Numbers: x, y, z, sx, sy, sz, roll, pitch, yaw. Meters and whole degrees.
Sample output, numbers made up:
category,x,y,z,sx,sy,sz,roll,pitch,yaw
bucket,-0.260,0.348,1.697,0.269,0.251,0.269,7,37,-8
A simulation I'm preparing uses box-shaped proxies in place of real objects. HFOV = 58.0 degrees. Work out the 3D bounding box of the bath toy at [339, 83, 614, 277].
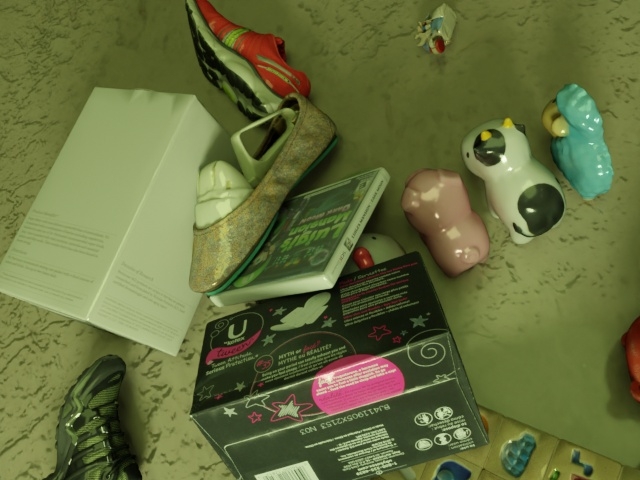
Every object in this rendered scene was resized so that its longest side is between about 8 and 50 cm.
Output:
category,x,y,z,sx,sy,sz,roll,pitch,yaw
bath toy,0.160,-0.039,0.672,0.348,0.129,0.151,-33,63,2

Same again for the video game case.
category,x,y,z,sx,sy,sz,roll,pitch,yaw
video game case,-0.025,-0.003,0.667,0.190,0.022,0.173,-14,35,43

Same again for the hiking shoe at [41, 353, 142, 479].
category,x,y,z,sx,sy,sz,roll,pitch,yaw
hiking shoe,-0.263,0.258,0.709,0.114,0.086,0.226,12,77,7

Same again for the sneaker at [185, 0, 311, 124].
category,x,y,z,sx,sy,sz,roll,pitch,yaw
sneaker,-0.114,-0.285,0.890,0.118,0.107,0.279,-30,64,-18

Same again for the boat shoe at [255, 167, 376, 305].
category,x,y,z,sx,sy,sz,roll,pitch,yaw
boat shoe,0.000,0.000,0.739,0.228,0.068,0.081,-43,25,-7

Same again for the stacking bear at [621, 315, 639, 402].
category,x,y,z,sx,sy,sz,roll,pitch,yaw
stacking bear,0.433,0.101,0.517,0.289,0.164,0.175,-8,32,26

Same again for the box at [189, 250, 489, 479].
category,x,y,z,sx,sy,sz,roll,pitch,yaw
box,0.020,0.144,0.597,0.247,0.163,0.142,-19,30,9

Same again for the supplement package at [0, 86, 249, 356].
category,x,y,z,sx,sy,sz,roll,pitch,yaw
supplement package,-0.240,-0.027,0.753,0.178,0.175,0.292,12,72,27

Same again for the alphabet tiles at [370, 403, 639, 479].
category,x,y,z,sx,sy,sz,roll,pitch,yaw
alphabet tiles,0.162,0.310,0.513,0.343,0.011,0.285,13,71,46

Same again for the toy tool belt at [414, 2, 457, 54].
category,x,y,z,sx,sy,sz,roll,pitch,yaw
toy tool belt,0.162,-0.296,0.830,0.051,0.052,0.083,-5,59,49

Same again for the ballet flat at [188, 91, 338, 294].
category,x,y,z,sx,sy,sz,roll,pitch,yaw
ballet flat,-0.091,-0.076,0.729,0.108,0.106,0.316,-9,39,44
